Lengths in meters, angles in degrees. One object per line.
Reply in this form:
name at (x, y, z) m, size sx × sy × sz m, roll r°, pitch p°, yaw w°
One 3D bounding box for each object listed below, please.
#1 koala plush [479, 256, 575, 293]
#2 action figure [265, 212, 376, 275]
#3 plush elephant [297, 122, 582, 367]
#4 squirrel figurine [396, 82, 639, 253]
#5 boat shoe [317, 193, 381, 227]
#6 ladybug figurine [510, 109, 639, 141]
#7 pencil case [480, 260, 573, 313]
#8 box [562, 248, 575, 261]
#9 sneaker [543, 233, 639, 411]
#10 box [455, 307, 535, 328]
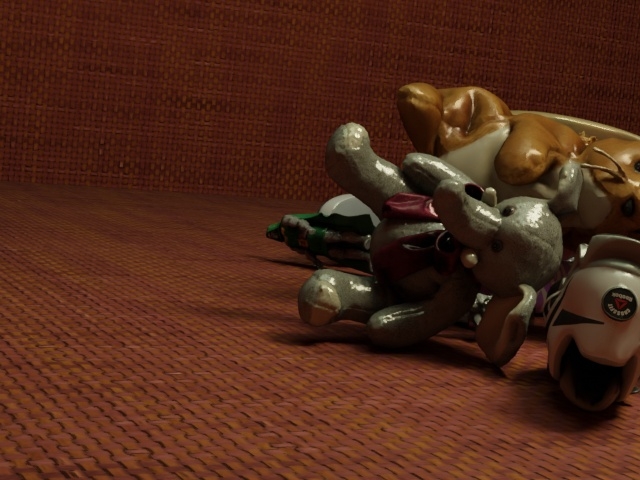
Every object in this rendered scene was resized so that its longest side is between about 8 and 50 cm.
koala plush at (0.335, -0.015, 2.029) m, size 0.196 × 0.221 × 0.203 m, roll 12°, pitch 9°, yaw 42°
action figure at (0.000, 0.000, 2.124) m, size 0.232 × 0.137 × 0.063 m, roll 11°, pitch 39°, yaw 36°
plush elephant at (0.169, 0.006, 1.449) m, size 0.330 × 0.271 × 0.255 m, roll 28°, pitch -29°, yaw -20°
squirrel figurine at (0.343, -0.088, 1.721) m, size 0.371 × 0.280 × 0.397 m, roll 1°, pitch 7°, yaw 25°
boat shoe at (0.086, -0.026, 2.319) m, size 0.156 × 0.135 × 0.367 m, roll 11°, pitch 5°, yaw 41°
ladybug figurine at (0.452, -0.110, 2.203) m, size 0.450 × 0.161 × 0.305 m, roll 17°, pitch 30°, yaw 12°
pencil case at (0.344, 0.071, 1.867) m, size 0.206 × 0.086 × 0.088 m, roll 3°, pitch 11°, yaw -24°
box at (0.557, 0.012, 2.369) m, size 0.300 × 0.142 × 0.154 m, roll 5°, pitch 6°, yaw -8°
sneaker at (0.284, 0.115, 1.285) m, size 0.123 × 0.146 × 0.330 m, roll 15°, pitch -17°, yaw 14°
box at (0.228, 0.103, 1.730) m, size 0.137 × 0.027 × 0.094 m, roll 0°, pitch 7°, yaw -43°
